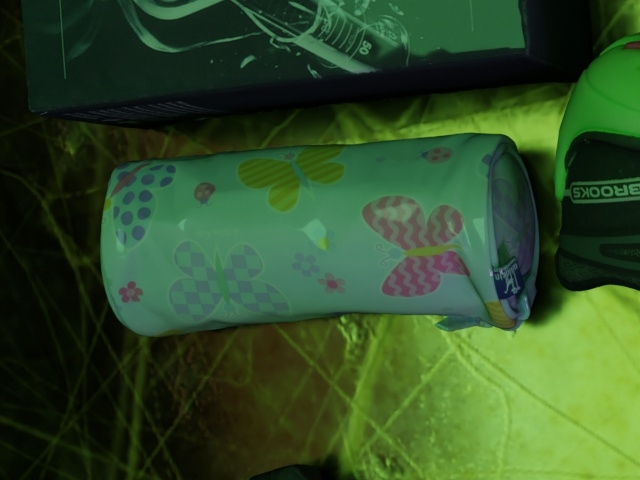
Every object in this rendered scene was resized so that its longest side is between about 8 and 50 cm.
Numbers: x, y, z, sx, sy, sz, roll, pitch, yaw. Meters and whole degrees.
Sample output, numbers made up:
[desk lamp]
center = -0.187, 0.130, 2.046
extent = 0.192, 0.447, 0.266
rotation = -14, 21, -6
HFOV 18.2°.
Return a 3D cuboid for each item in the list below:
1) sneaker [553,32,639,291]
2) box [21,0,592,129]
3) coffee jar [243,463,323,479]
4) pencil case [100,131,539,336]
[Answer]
[sneaker]
center = 0.346, 0.052, 1.108
extent = 0.483, 0.185, 0.202
rotation = 31, 121, 19
[box]
center = -0.014, -0.254, 1.217
extent = 0.312, 0.179, 0.343
rotation = -6, 88, 19
[coffee jar]
center = -0.068, 0.217, 1.281
extent = 0.184, 0.079, 0.096
rotation = -28, 73, 18
[pencil case]
center = 0.000, 0.000, 1.244
extent = 0.273, 0.113, 0.124
rotation = -2, 132, 19
